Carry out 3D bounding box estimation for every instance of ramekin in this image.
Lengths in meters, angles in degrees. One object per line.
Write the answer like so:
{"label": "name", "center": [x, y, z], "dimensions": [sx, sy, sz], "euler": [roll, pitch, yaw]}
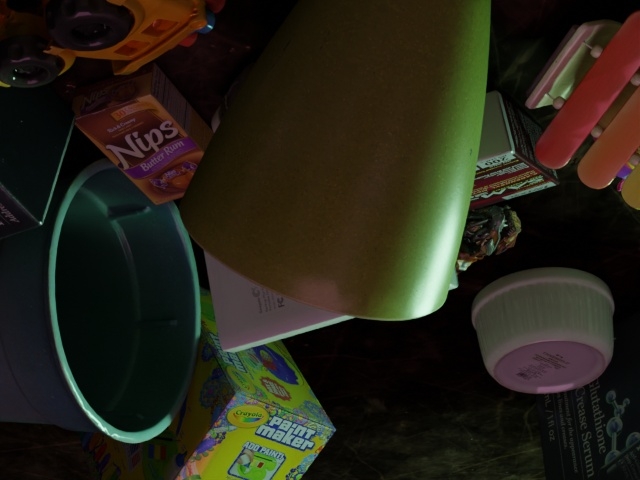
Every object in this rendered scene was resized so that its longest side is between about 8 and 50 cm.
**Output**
{"label": "ramekin", "center": [0.326, 0.138, 1.790], "dimensions": [0.207, 0.109, 0.207], "euler": [-1, 146, -1]}

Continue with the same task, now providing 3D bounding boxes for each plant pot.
{"label": "plant pot", "center": [-0.374, 0.087, 1.536], "dimensions": [0.334, 0.341, 0.341], "euler": [-7, 146, 23]}
{"label": "plant pot", "center": [0.041, -0.120, 1.151], "dimensions": [0.275, 0.275, 0.293], "euler": [13, 113, -19]}

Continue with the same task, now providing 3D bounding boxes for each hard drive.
{"label": "hard drive", "center": [0.000, 0.000, 1.499], "dimensions": [0.308, 0.203, 0.040], "euler": [-18, 164, 23]}

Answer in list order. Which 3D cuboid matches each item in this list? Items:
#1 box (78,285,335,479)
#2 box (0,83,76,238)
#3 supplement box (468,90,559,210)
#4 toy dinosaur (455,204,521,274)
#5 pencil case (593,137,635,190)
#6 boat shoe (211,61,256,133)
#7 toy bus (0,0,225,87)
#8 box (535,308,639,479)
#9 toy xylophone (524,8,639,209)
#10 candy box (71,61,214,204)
{"label": "box", "center": [-0.170, 0.256, 1.708], "dimensions": [0.177, 0.290, 0.279], "euler": [26, 107, -33]}
{"label": "box", "center": [-0.487, -0.137, 1.262], "dimensions": [0.313, 0.179, 0.343], "euler": [-17, 133, 24]}
{"label": "supplement box", "center": [0.177, -0.094, 1.393], "dimensions": [0.130, 0.073, 0.239], "euler": [-17, 169, 21]}
{"label": "toy dinosaur", "center": [0.093, 0.029, 1.602], "dimensions": [0.322, 0.164, 0.218], "euler": [-41, 150, 16]}
{"label": "pencil case", "center": [0.418, -0.147, 1.377], "dimensions": [0.104, 0.104, 0.236], "euler": [29, 137, -36]}
{"label": "boat shoe", "center": [0.017, -0.079, 1.373], "dimensions": [0.305, 0.109, 0.091], "euler": [38, 131, 5]}
{"label": "toy bus", "center": [-0.207, -0.232, 1.223], "dimensions": [0.220, 0.149, 0.211], "euler": [-26, 156, 37]}
{"label": "box", "center": [0.534, 0.267, 1.820], "dimensions": [0.212, 0.293, 0.395], "euler": [23, 139, -32]}
{"label": "toy xylophone", "center": [0.385, -0.129, 1.294], "dimensions": [0.323, 0.081, 0.236], "euler": [32, 123, 12]}
{"label": "candy box", "center": [-0.194, -0.120, 1.449], "dimensions": [0.109, 0.053, 0.186], "euler": [-15, 142, 21]}
